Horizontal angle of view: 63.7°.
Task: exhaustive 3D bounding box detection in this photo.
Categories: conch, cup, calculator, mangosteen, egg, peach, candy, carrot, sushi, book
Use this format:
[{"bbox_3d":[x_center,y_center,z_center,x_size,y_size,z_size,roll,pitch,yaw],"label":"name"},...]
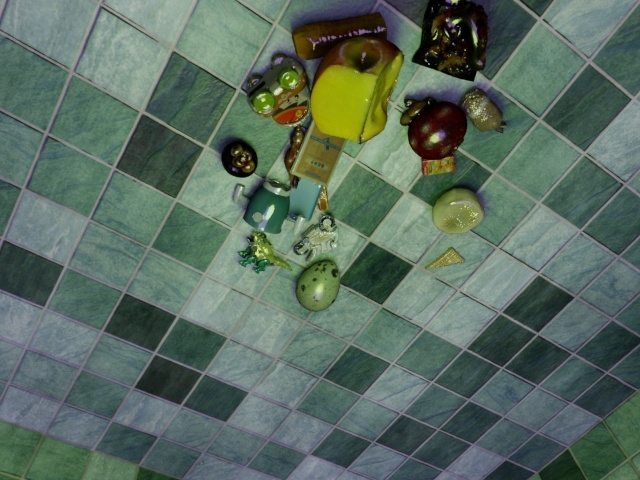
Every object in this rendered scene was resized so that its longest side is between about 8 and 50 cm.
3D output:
[{"bbox_3d":[-0.085,-0.304,1.882,0.086,0.080,0.233,9,99,-25],"label":"conch"},{"bbox_3d":[-0.190,-0.136,1.944,0.299,0.167,0.173,28,108,9],"label":"cup"},{"bbox_3d":[-0.066,-0.167,1.981,0.121,0.039,0.210,25,117,9],"label":"calculator"},{"bbox_3d":[0.387,-0.408,1.822,0.257,0.215,0.215,41,113,10],"label":"mangosteen"},{"bbox_3d":[-0.004,0.186,2.131,0.177,0.177,0.228,30,97,-19],"label":"egg"},{"bbox_3d":[-0.288,-0.291,1.851,0.137,0.151,0.137,-1,94,-18],"label":"mangosteen"},{"bbox_3d":[0.115,-0.488,1.685,0.242,0.306,0.381,24,148,15],"label":"peach"},{"bbox_3d":[0.449,-0.291,1.971,0.121,0.038,0.062,-10,120,1],"label":"candy"},{"bbox_3d":[0.060,-0.670,1.689,0.301,0.114,0.114,-11,120,-2],"label":"carrot"},{"bbox_3d":[0.446,-0.650,1.668,0.215,0.212,0.227,11,117,-10],"label":"sushi"},{"bbox_3d":[0.006,-0.328,1.865,0.170,0.018,0.242,16,102,-34],"label":"book"}]

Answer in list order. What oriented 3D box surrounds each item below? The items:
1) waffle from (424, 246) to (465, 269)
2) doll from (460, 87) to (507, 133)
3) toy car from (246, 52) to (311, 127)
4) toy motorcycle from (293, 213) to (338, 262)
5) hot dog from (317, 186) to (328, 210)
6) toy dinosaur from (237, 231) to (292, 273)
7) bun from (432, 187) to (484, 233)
[{"bbox_3d":[0.533,0.103,2.209,0.152,0.023,0.097,-40,114,15],"label":"waffle"},{"bbox_3d":[0.592,-0.451,1.858,0.105,0.115,0.221,-45,120,9],"label":"doll"},{"bbox_3d":[-0.120,-0.495,1.772,0.234,0.145,0.235,-11,135,-12],"label":"toy car"},{"bbox_3d":[0.000,0.000,2.084,0.151,0.074,0.229,34,109,-25],"label":"toy motorcycle"},{"bbox_3d":[0.000,-0.175,2.006,0.056,0.041,0.133,-9,112,1],"label":"hot dog"},{"bbox_3d":[-0.226,0.073,2.104,0.153,0.094,0.259,-34,125,19],"label":"toy dinosaur"},{"bbox_3d":[0.535,-0.119,2.029,0.178,0.128,0.193,35,123,-21],"label":"bun"}]
